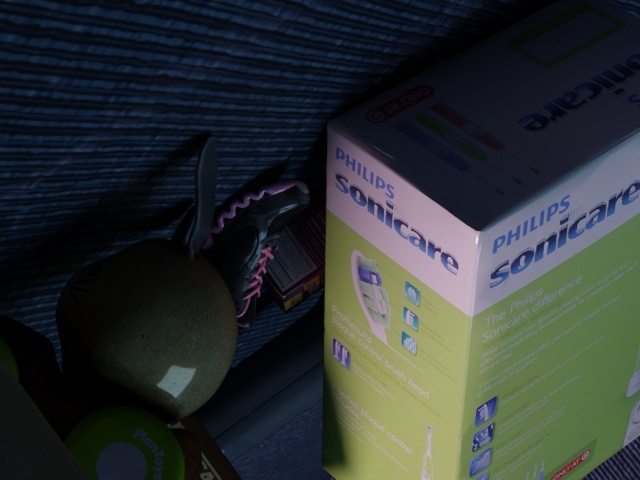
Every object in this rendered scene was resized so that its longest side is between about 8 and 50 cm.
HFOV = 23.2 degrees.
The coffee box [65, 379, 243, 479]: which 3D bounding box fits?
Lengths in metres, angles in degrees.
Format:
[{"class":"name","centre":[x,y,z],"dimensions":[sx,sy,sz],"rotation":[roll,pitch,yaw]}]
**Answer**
[{"class":"coffee box","centre":[-0.178,0.224,0.989],"dimensions":[0.297,0.168,0.119],"rotation":[-44,166,34]}]

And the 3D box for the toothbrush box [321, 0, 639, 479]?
[{"class":"toothbrush box","centre":[0.115,0.027,0.918],"dimensions":[0.206,0.122,0.283],"rotation":[-30,141,-29]}]

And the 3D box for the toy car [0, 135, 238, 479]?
[{"class":"toy car","centre":[-0.099,0.041,0.708],"dimensions":[0.188,0.149,0.155],"rotation":[-63,-177,-24]}]

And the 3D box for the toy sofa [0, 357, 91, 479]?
[{"class":"toy sofa","centre":[-0.105,0.152,0.449],"dimensions":[0.150,0.362,0.177],"rotation":[-31,162,-28]}]

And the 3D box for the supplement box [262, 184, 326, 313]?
[{"class":"supplement box","centre":[0.000,0.000,0.933],"dimensions":[0.083,0.043,0.055],"rotation":[-35,170,-7]}]

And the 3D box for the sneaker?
[{"class":"sneaker","centre":[-0.045,0.017,0.839],"dimensions":[0.119,0.057,0.047],"rotation":[-41,166,16]}]

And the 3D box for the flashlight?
[{"class":"flashlight","centre":[-0.019,0.084,1.103],"dimensions":[0.304,0.103,0.103],"rotation":[-37,144,19]}]
